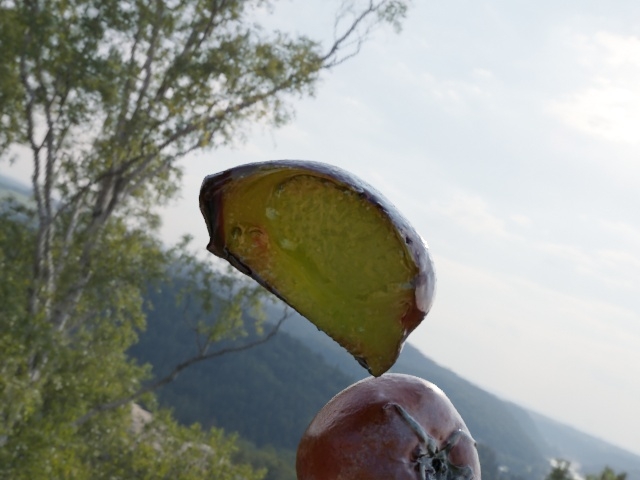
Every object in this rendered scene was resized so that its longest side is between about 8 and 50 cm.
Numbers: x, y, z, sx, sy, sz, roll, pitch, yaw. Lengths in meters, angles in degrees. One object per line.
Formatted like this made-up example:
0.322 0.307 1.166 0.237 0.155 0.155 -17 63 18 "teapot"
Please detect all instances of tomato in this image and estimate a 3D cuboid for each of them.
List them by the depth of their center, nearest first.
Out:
0.078 0.272 0.895 0.189 0.232 0.232 -19 -36 40 "tomato"

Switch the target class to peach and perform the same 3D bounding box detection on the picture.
0.003 0.002 0.803 0.267 0.158 0.154 34 1 8 "peach"
